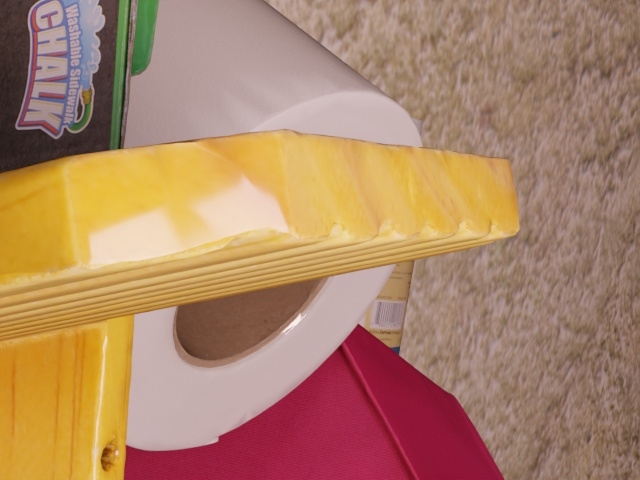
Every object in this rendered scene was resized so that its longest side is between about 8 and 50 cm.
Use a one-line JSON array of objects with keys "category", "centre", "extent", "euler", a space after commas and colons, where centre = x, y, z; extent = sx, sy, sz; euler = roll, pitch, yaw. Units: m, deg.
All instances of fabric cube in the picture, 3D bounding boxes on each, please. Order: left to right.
[{"category": "fabric cube", "centre": [-0.005, 0.230, 1.162], "extent": [0.259, 0.254, 0.258], "euler": [-34, 149, 10]}]

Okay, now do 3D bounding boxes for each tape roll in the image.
[{"category": "tape roll", "centre": [-0.084, -0.025, 1.005], "extent": [0.246, 0.169, 0.246], "euler": [-34, 148, -25]}]

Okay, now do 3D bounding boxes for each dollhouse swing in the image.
[{"category": "dollhouse swing", "centre": [-0.116, 0.117, 0.583], "extent": [0.347, 0.305, 0.315], "euler": [0, 94, -69]}]

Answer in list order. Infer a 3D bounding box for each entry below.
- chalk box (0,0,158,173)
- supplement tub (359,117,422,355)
[{"category": "chalk box", "centre": [-0.194, -0.107, 0.744], "extent": [0.289, 0.179, 0.180], "euler": [-11, 117, -43]}, {"category": "supplement tub", "centre": [0.000, 0.000, 1.295], "extent": [0.144, 0.144, 0.199], "euler": [6, 95, -60]}]
